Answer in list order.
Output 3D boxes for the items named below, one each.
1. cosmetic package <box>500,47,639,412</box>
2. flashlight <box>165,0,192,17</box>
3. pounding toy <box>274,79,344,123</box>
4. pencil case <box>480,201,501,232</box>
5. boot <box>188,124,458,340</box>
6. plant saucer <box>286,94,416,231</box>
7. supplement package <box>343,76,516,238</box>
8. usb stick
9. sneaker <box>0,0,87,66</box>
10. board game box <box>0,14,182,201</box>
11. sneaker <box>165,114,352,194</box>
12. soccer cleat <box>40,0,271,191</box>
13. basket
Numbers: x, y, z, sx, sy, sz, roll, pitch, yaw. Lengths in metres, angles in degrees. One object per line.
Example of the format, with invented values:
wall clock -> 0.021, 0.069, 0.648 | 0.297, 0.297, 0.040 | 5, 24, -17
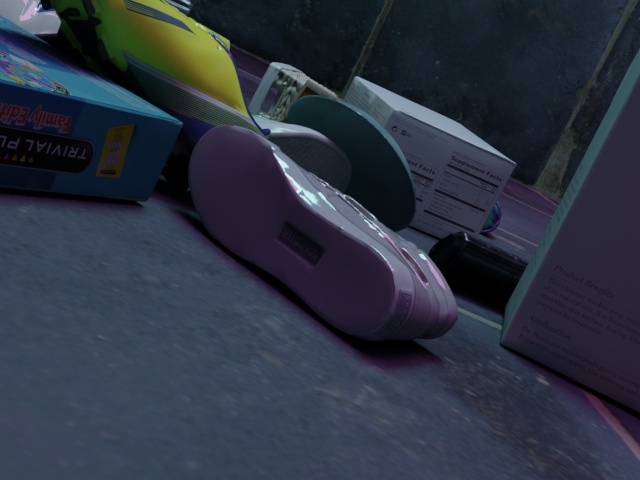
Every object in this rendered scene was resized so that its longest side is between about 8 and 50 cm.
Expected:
cosmetic package -> 0.353, -0.033, 0.888 | 0.217, 0.384, 0.156 | 28, 12, 7
flashlight -> -0.319, -0.346, 1.207 | 0.304, 0.103, 0.103 | 24, 13, -12
pounding toy -> -0.026, -0.152, 1.274 | 0.100, 0.130, 0.141 | 33, 7, -33
pencil case -> 0.280, -0.058, 1.623 | 0.070, 0.064, 0.151 | 41, 10, -5
boot -> 0.000, 0.000, 0.770 | 0.258, 0.095, 0.123 | 44, 14, 32
plant saucer -> 0.044, -0.096, 1.064 | 0.195, 0.037, 0.195 | 36, -27, 22
supplement package -> 0.136, -0.124, 1.386 | 0.204, 0.145, 0.262 | 21, 15, -17
usb stick -> 0.255, 0.062, 1.053 | 0.278, 0.045, 0.077 | 24, -32, -14
sneaker -> -0.292, -0.265, 1.047 | 0.182, 0.127, 0.315 | 41, 46, -6
board game box -> -0.303, -0.126, 0.662 | 0.254, 0.079, 0.336 | 31, 13, 25
sneaker -> -0.087, -0.116, 1.017 | 0.256, 0.094, 0.151 | 14, 21, -39
soccer cleat -> -0.146, -0.175, 0.823 | 0.093, 0.121, 0.289 | 5, -46, 52
basket -> -0.046, -0.223, 1.530 | 0.103, 0.113, 0.167 | 29, 13, 4
